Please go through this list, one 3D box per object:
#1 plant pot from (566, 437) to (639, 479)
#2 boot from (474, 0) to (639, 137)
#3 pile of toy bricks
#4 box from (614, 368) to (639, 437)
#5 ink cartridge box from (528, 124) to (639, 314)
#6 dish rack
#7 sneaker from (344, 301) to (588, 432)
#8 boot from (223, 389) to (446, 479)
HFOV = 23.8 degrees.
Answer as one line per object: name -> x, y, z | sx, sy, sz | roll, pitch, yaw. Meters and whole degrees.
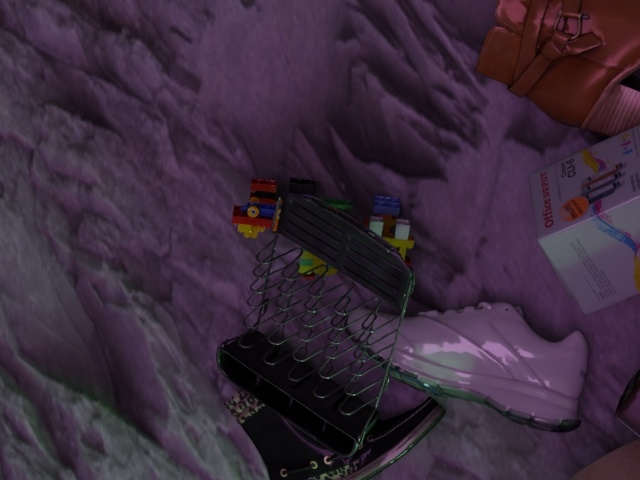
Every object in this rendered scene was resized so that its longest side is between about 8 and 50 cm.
plant pot -> 0.390, 0.359, 1.671 | 0.256, 0.256, 0.274 | -34, 70, 16
boot -> 0.313, -0.265, 1.690 | 0.220, 0.109, 0.283 | 26, 112, 11
pile of toy bricks -> 0.000, 0.000, 1.806 | 0.212, 0.118, 0.105 | 7, 115, -2
box -> 0.486, 0.067, 1.623 | 0.143, 0.191, 0.381 | 36, 103, 10
ink cartridge box -> 0.333, -0.028, 1.660 | 0.176, 0.128, 0.127 | -25, 123, 20
dish rack -> -0.002, 0.088, 1.714 | 0.208, 0.074, 0.271 | 31, 131, 21
sneaker -> 0.173, 0.127, 1.776 | 0.297, 0.111, 0.129 | 17, 81, 12
boot -> 0.013, 0.210, 1.826 | 0.236, 0.085, 0.179 | -36, 82, 15
